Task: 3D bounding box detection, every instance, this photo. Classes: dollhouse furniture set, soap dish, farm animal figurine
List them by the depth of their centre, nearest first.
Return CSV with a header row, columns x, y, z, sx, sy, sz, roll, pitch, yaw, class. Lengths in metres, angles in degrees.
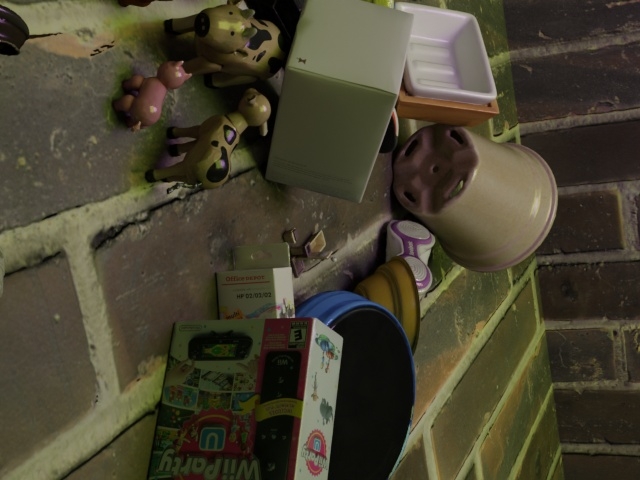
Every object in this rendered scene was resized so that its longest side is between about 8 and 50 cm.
x,y,z,sx,sy,sz,roll,pitch,yaw,class
-0.141,-0.256,1.281,0.327,0.172,0.330,-38,120,-60,farm animal figurine
0.000,0.000,1.634,0.114,0.081,0.091,-52,132,-54,dollhouse furniture set
0.252,-0.383,2.003,0.118,0.228,0.291,116,-26,-52,soap dish

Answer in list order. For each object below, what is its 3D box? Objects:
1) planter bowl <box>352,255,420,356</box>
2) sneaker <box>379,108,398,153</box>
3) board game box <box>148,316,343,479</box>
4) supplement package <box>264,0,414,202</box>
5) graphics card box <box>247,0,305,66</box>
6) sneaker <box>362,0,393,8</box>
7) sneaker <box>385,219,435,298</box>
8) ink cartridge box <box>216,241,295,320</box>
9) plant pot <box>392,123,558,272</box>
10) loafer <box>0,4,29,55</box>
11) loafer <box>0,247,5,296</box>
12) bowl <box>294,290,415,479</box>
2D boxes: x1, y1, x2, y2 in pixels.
x,y,z,sx,sy,sz,roll,pitch,yaw,class
0.114,0.140,1.792,0.217,0.090,0.217,179,-90,-73,planter bowl
0.119,-0.329,1.921,0.270,0.090,0.145,65,35,-31,sneaker
-0.103,0.262,1.221,0.097,0.224,0.303,42,49,-56,board game box
0.026,-0.226,1.473,0.293,0.175,0.178,107,-2,-58,supplement package
-0.012,-0.494,1.675,0.233,0.094,0.371,57,37,-46,graphics card box
0.102,-0.593,1.958,0.126,0.091,0.240,-65,145,-76,sneaker
0.173,0.060,1.986,0.305,0.114,0.152,-73,-175,-58,sneaker
-0.099,0.096,1.392,0.061,0.104,0.181,-1,87,-64,ink cartridge box
0.336,-0.122,2.131,0.305,0.333,0.334,23,65,-48,plant pot
-0.385,-0.204,0.898,0.220,0.080,0.078,-2,97,-59,loafer
-0.391,-0.044,0.821,0.319,0.112,0.111,71,24,-44,loafer
0.040,0.284,1.578,0.391,0.077,0.391,-6,97,-52,bowl
